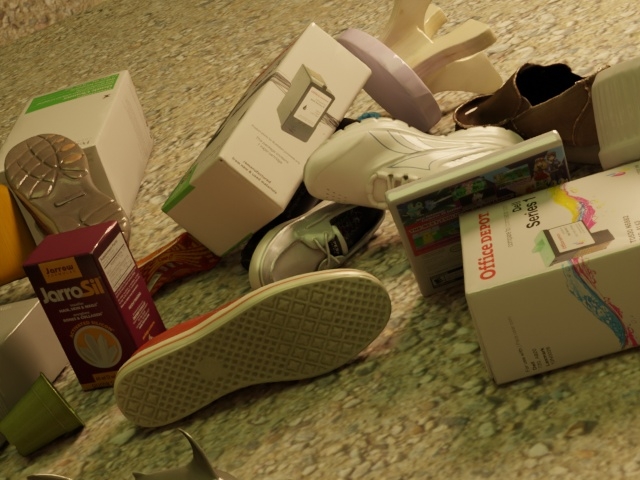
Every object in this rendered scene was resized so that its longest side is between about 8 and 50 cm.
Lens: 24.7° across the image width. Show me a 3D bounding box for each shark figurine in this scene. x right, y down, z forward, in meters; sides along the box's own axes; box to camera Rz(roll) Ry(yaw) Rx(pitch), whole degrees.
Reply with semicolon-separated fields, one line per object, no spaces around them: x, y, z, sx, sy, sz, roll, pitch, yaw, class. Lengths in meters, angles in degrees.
-0.146;0.239;1.447;0.278;0.116;0.166;3;32;41;shark figurine

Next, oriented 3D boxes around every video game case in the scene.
0.189;-0.027;1.655;0.201;0.183;0.023;-20;49;4;video game case

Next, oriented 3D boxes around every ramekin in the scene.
0.405;-0.159;1.650;0.207;0.109;0.207;-16;-1;0;ramekin

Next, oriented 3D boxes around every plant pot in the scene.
-0.333;0.211;1.718;0.079;0.083;0.083;-39;26;-9;plant pot

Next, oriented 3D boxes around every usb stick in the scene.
-0.015;-0.063;1.987;0.077;0.045;0.278;9;52;36;usb stick

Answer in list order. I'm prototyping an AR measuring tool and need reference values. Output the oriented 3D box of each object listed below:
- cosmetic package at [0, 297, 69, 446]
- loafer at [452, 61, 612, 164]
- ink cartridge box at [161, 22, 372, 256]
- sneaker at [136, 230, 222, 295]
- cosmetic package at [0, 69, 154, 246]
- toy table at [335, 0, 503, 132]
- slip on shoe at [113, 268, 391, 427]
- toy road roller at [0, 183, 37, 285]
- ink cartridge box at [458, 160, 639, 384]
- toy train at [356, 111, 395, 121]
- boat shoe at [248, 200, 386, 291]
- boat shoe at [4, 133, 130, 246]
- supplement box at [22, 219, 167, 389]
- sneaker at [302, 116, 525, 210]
-0.424;0.179;1.820;0.127;0.107;0.238;-14;27;26;cosmetic package
0.296;-0.181;1.924;0.134;0.130;0.366;-34;19;-26;loafer
-0.072;-0.135;1.978;0.198;0.115;0.273;-35;19;55;ink cartridge box
-0.206;0.027;2.016;0.175;0.064;0.067;-25;14;-15;sneaker
-0.403;-0.134;2.412;0.197;0.155;0.365;-15;23;7;cosmetic package
0.146;-0.283;2.188;0.161;0.252;0.274;-41;37;-4;toy table
-0.079;0.111;1.666;0.331;0.123;0.101;-23;19;9;slip on shoe
-0.516;0.018;2.015;0.241;0.202;0.329;-26;1;-12;toy road roller
0.292;0.021;1.531;0.278;0.117;0.201;-17;24;11;ink cartridge box
0.032;-0.124;2.119;0.184;0.080;0.105;-17;30;9;toy train
0.001;0.001;1.871;0.081;0.079;0.227;-4;26;44;boat shoe
-0.365;-0.040;2.107;0.123;0.116;0.324;-22;43;-16;boat shoe
-0.270;0.081;1.790;0.104;0.188;0.081;-11;26;23;supplement box
0.126;-0.082;1.844;0.297;0.111;0.129;-3;35;-1;sneaker
